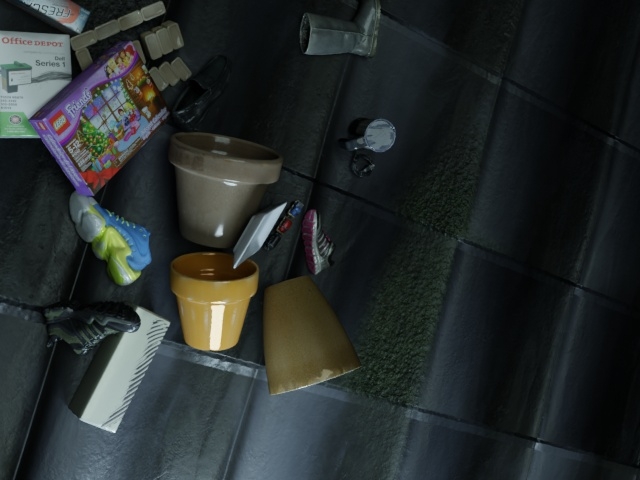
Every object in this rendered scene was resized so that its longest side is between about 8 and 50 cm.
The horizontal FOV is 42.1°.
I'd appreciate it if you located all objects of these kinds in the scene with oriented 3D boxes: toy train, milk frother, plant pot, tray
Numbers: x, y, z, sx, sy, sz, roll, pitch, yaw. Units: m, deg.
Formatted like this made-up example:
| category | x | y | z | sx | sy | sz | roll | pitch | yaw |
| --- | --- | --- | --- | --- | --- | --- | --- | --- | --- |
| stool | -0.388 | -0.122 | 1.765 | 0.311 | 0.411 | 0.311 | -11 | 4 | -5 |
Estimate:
| category | x | y | z | sx | sy | sz | roll | pitch | yaw |
| --- | --- | --- | --- | --- | --- | --- | --- | --- | --- |
| toy train | -0.091 | -0.041 | 2.099 | 0.027 | 0.036 | 0.158 | 41 | 73 | -24 |
| milk frother | 0.131 | -0.238 | 2.157 | 0.129 | 0.135 | 0.143 | -40 | 109 | -7 |
| plant pot | -0.047 | 0.223 | 2.050 | 0.237 | 0.237 | 0.254 | -14 | 83 | -28 |
| tray | -0.146 | -0.024 | 1.944 | 0.030 | 0.270 | 0.145 | 31 | 102 | 2 |
| plant pot | -0.251 | 0.147 | 1.940 | 0.205 | 0.205 | 0.188 | -4 | 110 | -29 |
| plant pot | -0.234 | -0.110 | 1.917 | 0.263 | 0.263 | 0.229 | 5 | 106 | -29 |

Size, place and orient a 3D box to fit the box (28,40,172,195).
| category | x | y | z | sx | sy | sz | roll | pitch | yaw |
| --- | --- | --- | --- | --- | --- | --- | --- | --- | --- |
| box | -0.465 | -0.266 | 1.795 | 0.293 | 0.057 | 0.201 | -55 | 134 | -34 |

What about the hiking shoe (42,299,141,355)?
| category | x | y | z | sx | sy | sz | roll | pitch | yaw |
| --- | --- | --- | --- | --- | --- | --- | --- | --- | --- |
| hiking shoe | -0.495 | 0.195 | 1.818 | 0.086 | 0.227 | 0.114 | -41 | 134 | -69 |

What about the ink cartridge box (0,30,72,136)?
| category | x | y | z | sx | sy | sz | roll | pitch | yaw |
| --- | --- | --- | --- | --- | --- | --- | --- | --- | --- |
| ink cartridge box | -0.615 | -0.329 | 1.762 | 0.160 | 0.092 | 0.219 | -5 | 96 | -30 |

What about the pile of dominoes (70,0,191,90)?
| category | x | y | z | sx | sy | sz | roll | pitch | yaw |
| --- | --- | --- | --- | --- | --- | --- | --- | --- | --- |
| pile of dominoes | -0.429 | -0.417 | 1.890 | 0.251 | 0.040 | 0.196 | -31 | 126 | -23 |

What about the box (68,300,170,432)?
| category | x | y | z | sx | sy | sz | roll | pitch | yaw |
| --- | --- | --- | --- | --- | --- | --- | --- | --- | --- |
| box | -0.453 | 0.280 | 1.870 | 0.094 | 0.113 | 0.275 | 31 | 79 | -28 |

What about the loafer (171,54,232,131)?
| category | x | y | z | sx | sy | sz | roll | pitch | yaw |
| --- | --- | --- | --- | --- | --- | --- | --- | --- | --- |
| loafer | -0.276 | -0.355 | 1.941 | 0.223 | 0.076 | 0.078 | -62 | 150 | -24 |

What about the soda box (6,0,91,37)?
| category | x | y | z | sx | sy | sz | roll | pitch | yaw |
| --- | --- | --- | --- | --- | --- | --- | --- | --- | --- |
| soda box | -0.593 | -0.507 | 1.785 | 0.183 | 0.063 | 0.058 | 26 | 80 | -28 |

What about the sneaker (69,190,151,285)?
| category | x | y | z | sx | sy | sz | roll | pitch | yaw |
| --- | --- | --- | --- | --- | --- | --- | --- | --- | --- |
| sneaker | -0.466 | -0.022 | 1.877 | 0.126 | 0.091 | 0.240 | -39 | 110 | -42 |

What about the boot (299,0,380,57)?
| category | x | y | z | sx | sy | sz | roll | pitch | yaw |
| --- | --- | --- | --- | --- | --- | --- | --- | --- | --- |
| boot | 0.049 | -0.564 | 2.145 | 0.208 | 0.076 | 0.190 | 3 | 89 | -22 |

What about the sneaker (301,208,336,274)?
| category | x | y | z | sx | sy | sz | roll | pitch | yaw |
| --- | --- | --- | --- | --- | --- | --- | --- | --- | --- |
| sneaker | 0.000 | 0.000 | 2.139 | 0.074 | 0.063 | 0.170 | -12 | 103 | -28 |
